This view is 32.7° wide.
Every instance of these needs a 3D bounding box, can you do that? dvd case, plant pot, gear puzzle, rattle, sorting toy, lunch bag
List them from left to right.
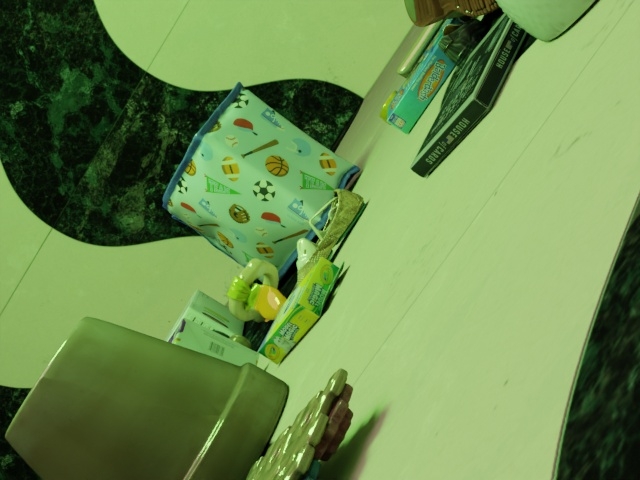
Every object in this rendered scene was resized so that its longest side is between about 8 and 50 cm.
[{"bbox_3d":[-0.243,0.252,1.435,0.323,0.280,0.323,-56,4,6],"label":"plant pot"},{"bbox_3d":[-0.148,-0.095,2.333,0.239,0.328,0.385,-55,1,-40],"label":"lunch bag"},{"bbox_3d":[-0.054,0.258,0.995,0.339,0.044,0.175,-55,7,51],"label":"gear puzzle"},{"bbox_3d":[-0.084,0.126,2.097,0.130,0.142,0.200,-67,-27,-26],"label":"rattle"},{"bbox_3d":[0.196,-0.365,2.108,0.307,0.041,0.229,-56,-9,11],"label":"sorting toy"},{"bbox_3d":[0.206,-0.210,1.418,0.239,0.029,0.179,-60,5,-33],"label":"dvd case"}]

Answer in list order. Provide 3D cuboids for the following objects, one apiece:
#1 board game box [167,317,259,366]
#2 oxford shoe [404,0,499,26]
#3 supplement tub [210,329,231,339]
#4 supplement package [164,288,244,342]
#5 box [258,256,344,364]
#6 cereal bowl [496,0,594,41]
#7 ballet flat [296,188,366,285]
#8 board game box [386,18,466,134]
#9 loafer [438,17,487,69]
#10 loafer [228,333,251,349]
[{"bbox_3d":[-0.234,0.285,1.794,0.275,0.144,0.142,-54,16,37],"label":"board game box"},{"bbox_3d":[0.257,-0.421,1.728,0.130,0.123,0.348,-16,11,-20],"label":"oxford shoe"},{"bbox_3d":[-0.245,0.278,2.212,0.198,0.106,0.106,-61,7,-32],"label":"supplement tub"},{"bbox_3d":[-0.291,0.253,2.562,0.204,0.145,0.262,-57,6,4],"label":"supplement package"},{"bbox_3d":[-0.027,0.101,1.630,0.179,0.043,0.105,-49,10,46],"label":"box"},{"bbox_3d":[0.286,-0.394,1.183,0.339,0.141,0.339,-56,6,10],"label":"cereal bowl"},{"bbox_3d":[0.000,0.000,1.834,0.206,0.067,0.073,-59,7,-19],"label":"ballet flat"},{"bbox_3d":[0.194,-0.299,1.939,0.210,0.047,0.160,-55,6,16],"label":"board game box"},{"bbox_3d":[0.226,-0.328,1.742,0.062,0.061,0.170,-56,5,25],"label":"loafer"},{"bbox_3d":[-0.175,0.242,2.092,0.050,0.056,0.148,-66,1,-56],"label":"loafer"}]
